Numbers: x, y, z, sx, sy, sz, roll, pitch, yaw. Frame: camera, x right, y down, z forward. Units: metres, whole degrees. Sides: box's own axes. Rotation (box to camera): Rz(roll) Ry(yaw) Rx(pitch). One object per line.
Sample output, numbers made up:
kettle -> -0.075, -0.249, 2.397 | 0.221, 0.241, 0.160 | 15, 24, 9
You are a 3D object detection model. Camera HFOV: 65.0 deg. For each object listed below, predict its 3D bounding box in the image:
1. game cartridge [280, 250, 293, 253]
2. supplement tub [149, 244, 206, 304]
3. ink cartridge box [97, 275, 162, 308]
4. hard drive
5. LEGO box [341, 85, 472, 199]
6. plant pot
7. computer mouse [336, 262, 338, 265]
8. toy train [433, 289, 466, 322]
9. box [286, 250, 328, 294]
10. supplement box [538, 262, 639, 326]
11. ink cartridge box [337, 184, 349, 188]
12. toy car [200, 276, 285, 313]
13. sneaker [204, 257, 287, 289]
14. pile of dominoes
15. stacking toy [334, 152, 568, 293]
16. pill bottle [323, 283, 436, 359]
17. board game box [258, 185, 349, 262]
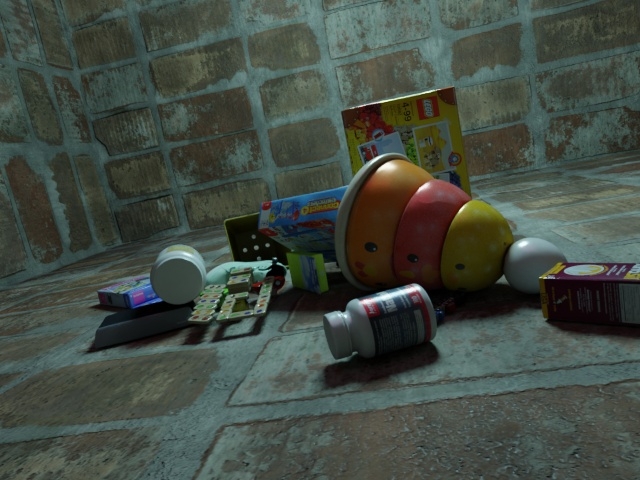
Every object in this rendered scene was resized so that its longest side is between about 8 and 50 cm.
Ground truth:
game cartridge -> 0.000, 0.000, 1.997 | 0.356, 0.068, 0.230 | -19, 5, -24
supplement tub -> -0.386, 0.093, 1.369 | 0.145, 0.144, 0.200 | -13, 10, -12
ink cartridge box -> -0.627, 0.178, 1.757 | 0.311, 0.065, 0.186 | 0, 15, 45
hard drive -> -0.462, 0.212, 1.345 | 0.255, 0.054, 0.172 | -13, 9, -11
LEGO box -> 0.299, -0.227, 1.722 | 0.373, 0.499, 0.193 | -11, 8, 6
plant pot -> -0.230, 0.019, 1.847 | 0.213, 0.212, 0.187 | -13, -4, -12
computer mouse -> 0.167, 0.056, 1.622 | 0.242, 0.041, 0.071 | -15, -1, 18
toy train -> 0.258, 0.137, 1.027 | 0.036, 0.027, 0.158 | 11, 21, 39
box -> -0.035, 0.087, 1.421 | 0.043, 0.108, 0.178 | -15, 10, -27
supplement box -> 0.490, 0.089, 0.858 | 0.188, 0.080, 0.104 | -2, 13, 44
ink cartridge box -> 0.247, -0.163, 2.248 | 0.307, 0.225, 0.131 | -16, 10, -31
toy car -> -0.239, 0.159, 1.408 | 0.225, 0.053, 0.239 | -6, 10, 31
sneaker -> -0.231, 0.108, 1.558 | 0.256, 0.094, 0.151 | -12, 3, -22
pile of dominoes -> -0.223, 0.133, 1.265 | 0.196, 0.040, 0.251 | -10, 17, 3
stacking toy -> 0.303, 0.001, 1.130 | 0.480, 0.350, 0.351 | 17, 26, 39
pill bottle -> 0.102, 0.148, 0.889 | 0.180, 0.107, 0.108 | -14, 9, -12
board game box -> 0.036, -0.032, 1.432 | 0.302, 0.086, 0.308 | -8, -25, 33
